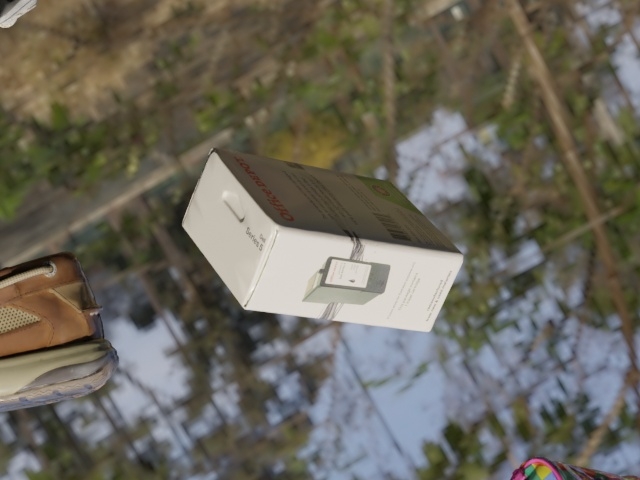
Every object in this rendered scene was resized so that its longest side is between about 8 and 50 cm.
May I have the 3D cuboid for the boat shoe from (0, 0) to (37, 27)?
[{"bbox_3d":[-0.373,-0.270,2.103,0.035,0.035,0.100,22,-134,24],"label":"boat shoe"}]

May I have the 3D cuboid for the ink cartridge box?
[{"bbox_3d":[0.000,0.000,2.107,0.272,0.115,0.198,9,-155,-34],"label":"ink cartridge box"}]

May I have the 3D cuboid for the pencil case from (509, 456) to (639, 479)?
[{"bbox_3d":[0.307,0.311,2.063,0.104,0.104,0.236,-23,154,33],"label":"pencil case"}]

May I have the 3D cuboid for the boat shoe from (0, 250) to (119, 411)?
[{"bbox_3d":[-0.306,0.073,1.220,0.324,0.116,0.123,-8,173,-22],"label":"boat shoe"}]
